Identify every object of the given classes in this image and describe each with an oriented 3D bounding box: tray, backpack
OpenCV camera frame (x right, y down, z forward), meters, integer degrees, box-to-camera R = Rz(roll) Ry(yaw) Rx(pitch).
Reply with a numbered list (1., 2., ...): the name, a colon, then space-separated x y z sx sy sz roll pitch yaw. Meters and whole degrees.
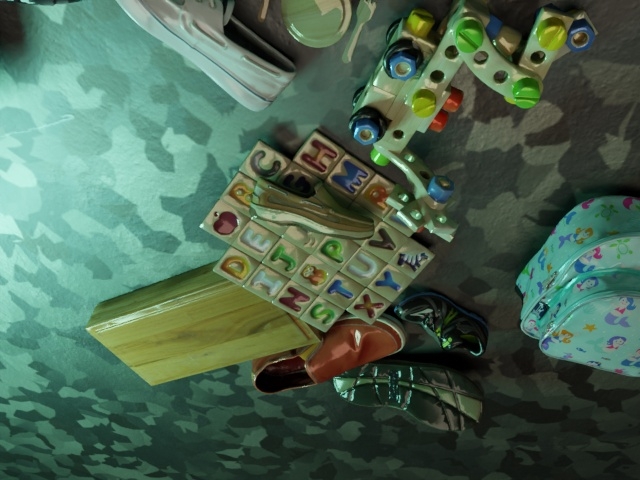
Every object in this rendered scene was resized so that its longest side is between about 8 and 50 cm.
1. tray: -0.221 0.156 1.125 0.410 0.076 0.203 -20 127 23
2. backpack: 0.433 0.066 0.876 0.225 0.191 0.254 15 128 -4

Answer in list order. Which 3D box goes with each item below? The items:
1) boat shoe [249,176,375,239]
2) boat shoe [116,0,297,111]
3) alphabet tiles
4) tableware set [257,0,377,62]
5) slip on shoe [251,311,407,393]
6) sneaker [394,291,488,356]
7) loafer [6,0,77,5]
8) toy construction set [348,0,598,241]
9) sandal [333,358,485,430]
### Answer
1. boat shoe: -0.006 -0.051 0.869 0.190 0.068 0.072 11 102 -12
2. boat shoe: -0.138 -0.268 0.722 0.084 0.095 0.258 -36 129 29
3. alphabet tiles: 0.000 0.000 0.937 0.342 0.011 0.285 31 113 -19
4. tableware set: 0.017 -0.318 0.680 0.128 0.039 0.194 26 126 0
5. slip on shoe: 0.010 0.222 1.127 0.331 0.101 0.123 -18 121 22
6. sneaker: 0.220 0.150 1.048 0.188 0.078 0.067 25 131 -13
7. loafer: -0.394 -0.325 0.694 0.302 0.095 0.109 8 133 1
8. toy construction set: 0.160 -0.164 0.736 0.215 0.151 0.328 20 121 -10
9. sandal: 0.176 0.286 1.178 0.302 0.086 0.120 10 96 21
